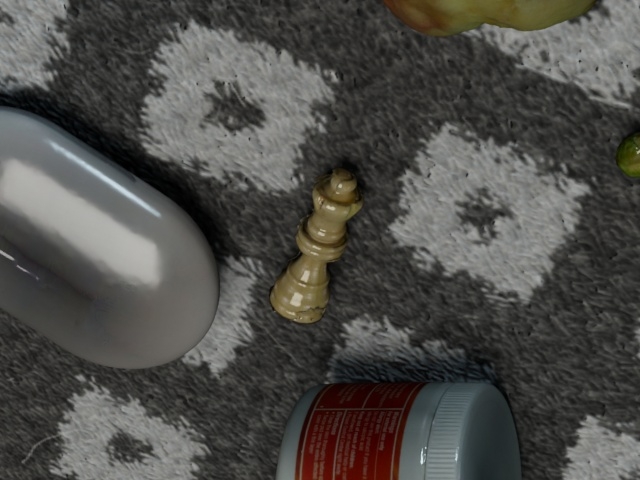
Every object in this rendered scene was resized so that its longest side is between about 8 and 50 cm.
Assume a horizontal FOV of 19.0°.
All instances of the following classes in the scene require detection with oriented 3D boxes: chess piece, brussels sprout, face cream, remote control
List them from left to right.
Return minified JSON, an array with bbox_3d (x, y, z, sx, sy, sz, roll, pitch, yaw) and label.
[{"bbox_3d":[-0.249,0.000,1.840,0.332,0.103,0.221,33,126,-7],"label":"remote control"},{"bbox_3d":[-0.001,0.000,1.778,0.060,0.060,0.172,22,130,3],"label":"chess piece"},{"bbox_3d":[0.077,0.236,1.840,0.187,0.201,0.201,-3,126,23],"label":"face cream"},{"bbox_3d":[0.284,-0.074,1.605,0.083,0.046,0.051,-17,161,32],"label":"brussels sprout"}]

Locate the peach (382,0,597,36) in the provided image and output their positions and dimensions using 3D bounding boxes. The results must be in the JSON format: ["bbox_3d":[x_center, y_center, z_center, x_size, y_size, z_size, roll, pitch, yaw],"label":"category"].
[{"bbox_3d":[0.131,-0.269,1.419,0.214,0.214,0.235,4,111,19],"label":"peach"}]
